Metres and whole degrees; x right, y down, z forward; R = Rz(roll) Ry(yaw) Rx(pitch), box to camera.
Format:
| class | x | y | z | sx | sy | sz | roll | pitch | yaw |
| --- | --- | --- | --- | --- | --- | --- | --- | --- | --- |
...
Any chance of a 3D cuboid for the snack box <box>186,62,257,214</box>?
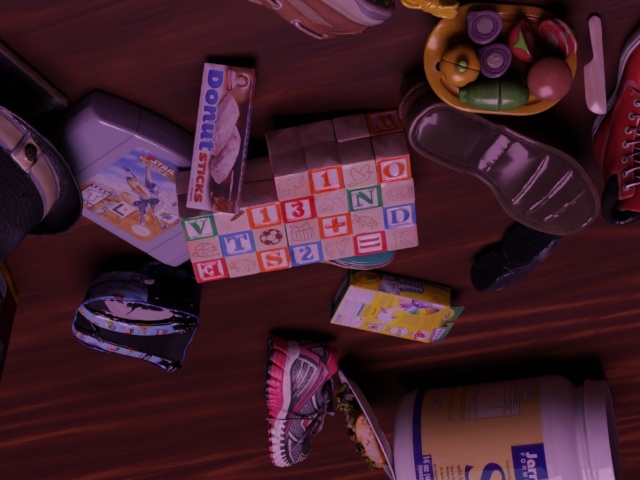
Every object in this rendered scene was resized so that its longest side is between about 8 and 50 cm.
| class | x | y | z | sx | sy | sz | roll | pitch | yaw |
| --- | --- | --- | --- | --- | --- | --- | --- | --- | --- |
| snack box | -0.120 | -0.124 | 1.738 | 0.064 | 0.178 | 0.022 | 8 | -176 | 11 |

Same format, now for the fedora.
| class | x | y | z | sx | sy | sz | roll | pitch | yaw |
| --- | --- | --- | --- | --- | --- | --- | --- | --- | --- |
| fedora | -0.466 | -0.063 | 1.789 | 0.334 | 0.152 | 0.334 | 17 | 150 | 10 |

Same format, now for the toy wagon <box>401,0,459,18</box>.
| class | x | y | z | sx | sy | sz | roll | pitch | yaw |
| --- | --- | --- | --- | --- | --- | --- | --- | --- | --- |
| toy wagon | 0.170 | -0.370 | 1.467 | 0.267 | 0.068 | 0.344 | 14 | 143 | -13 |

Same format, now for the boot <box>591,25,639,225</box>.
| class | x | y | z | sx | sy | sz | roll | pitch | yaw |
| --- | --- | --- | --- | --- | --- | --- | --- | --- | --- |
| boot | 0.387 | -0.133 | 1.676 | 0.088 | 0.176 | 0.244 | 9 | 141 | -5 |

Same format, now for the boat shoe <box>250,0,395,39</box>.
| class | x | y | z | sx | sy | sz | roll | pitch | yaw |
| --- | --- | --- | --- | --- | --- | --- | --- | --- | --- |
| boat shoe | -0.065 | -0.307 | 1.525 | 0.324 | 0.123 | 0.116 | 32 | 136 | -31 |

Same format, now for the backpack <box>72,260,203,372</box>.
| class | x | y | z | sx | sy | sz | roll | pitch | yaw |
| --- | --- | --- | --- | --- | --- | --- | --- | --- | --- |
| backpack | -0.269 | 0.102 | 2.081 | 0.173 | 0.117 | 0.158 | 11 | 143 | -11 |

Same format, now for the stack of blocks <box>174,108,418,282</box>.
| class | x | y | z | sx | sy | sz | roll | pitch | yaw |
| --- | --- | --- | --- | --- | --- | --- | --- | --- | --- |
| stack of blocks | -0.032 | -0.055 | 1.827 | 0.297 | 0.087 | 0.171 | -10 | 137 | 0 |

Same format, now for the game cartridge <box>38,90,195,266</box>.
| class | x | y | z | sx | sy | sz | roll | pitch | yaw |
| --- | --- | --- | --- | --- | --- | --- | --- | --- | --- |
| game cartridge | -0.233 | -0.078 | 1.896 | 0.198 | 0.062 | 0.297 | -25 | 135 | 38 |

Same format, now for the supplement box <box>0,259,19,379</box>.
| class | x | y | z | sx | sy | sz | roll | pitch | yaw |
| --- | --- | --- | --- | --- | --- | --- | --- | --- | --- |
| supplement box | -0.530 | 0.105 | 2.039 | 0.129 | 0.194 | 0.191 | 0 | 143 | 5 |

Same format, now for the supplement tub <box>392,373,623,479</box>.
| class | x | y | z | sx | sy | sz | roll | pitch | yaw |
| --- | --- | --- | --- | --- | --- | --- | --- | --- | --- |
| supplement tub | 0.299 | 0.339 | 2.255 | 0.331 | 0.241 | 0.241 | -9 | 142 | 15 |

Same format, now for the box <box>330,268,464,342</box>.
| class | x | y | z | sx | sy | sz | roll | pitch | yaw |
| --- | --- | --- | --- | --- | --- | --- | --- | --- | --- |
| box | 0.114 | 0.097 | 2.112 | 0.179 | 0.043 | 0.105 | 14 | 141 | -11 |

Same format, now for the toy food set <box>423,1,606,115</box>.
| class | x | y | z | sx | sy | sz | roll | pitch | yaw |
| --- | --- | --- | --- | --- | --- | --- | --- | --- | --- |
| toy food set | 0.229 | -0.205 | 1.624 | 0.217 | 0.128 | 0.071 | 2 | -172 | -3 |

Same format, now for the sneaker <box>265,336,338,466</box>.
| class | x | y | z | sx | sy | sz | roll | pitch | yaw |
| --- | --- | --- | --- | --- | --- | --- | --- | --- | --- |
| sneaker | -0.030 | 0.269 | 2.286 | 0.112 | 0.121 | 0.299 | 1 | 143 | -1 |

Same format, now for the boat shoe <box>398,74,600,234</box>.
| class | x | y | z | sx | sy | sz | roll | pitch | yaw |
| --- | --- | --- | --- | --- | --- | --- | --- | --- | --- |
| boat shoe | 0.227 | -0.117 | 1.773 | 0.307 | 0.104 | 0.111 | 32 | 114 | -30 |

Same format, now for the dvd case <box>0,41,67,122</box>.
| class | x | y | z | sx | sy | sz | roll | pitch | yaw |
| --- | --- | --- | --- | --- | --- | --- | --- | --- | --- |
| dvd case | -0.448 | -0.207 | 1.766 | 0.164 | 0.018 | 0.221 | -19 | 138 | 29 |

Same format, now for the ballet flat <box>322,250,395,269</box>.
| class | x | y | z | sx | sy | sz | roll | pitch | yaw |
| --- | --- | --- | --- | --- | --- | --- | --- | --- | --- |
| ballet flat | 0.000 | 0.000 | 1.985 | 0.206 | 0.073 | 0.067 | 12 | 170 | -7 |

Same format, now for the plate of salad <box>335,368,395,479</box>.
| class | x | y | z | sx | sy | sz | roll | pitch | yaw |
| --- | --- | --- | --- | --- | --- | --- | --- | --- | --- |
| plate of salad | 0.065 | 0.297 | 2.259 | 0.048 | 0.200 | 0.200 | -27 | 141 | -6 |

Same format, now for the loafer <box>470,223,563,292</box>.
| class | x | y | z | sx | sy | sz | roll | pitch | yaw |
| --- | --- | --- | --- | --- | --- | --- | --- | --- | --- |
| loafer | 0.283 | 0.019 | 1.992 | 0.061 | 0.062 | 0.170 | 3 | 153 | -38 |
